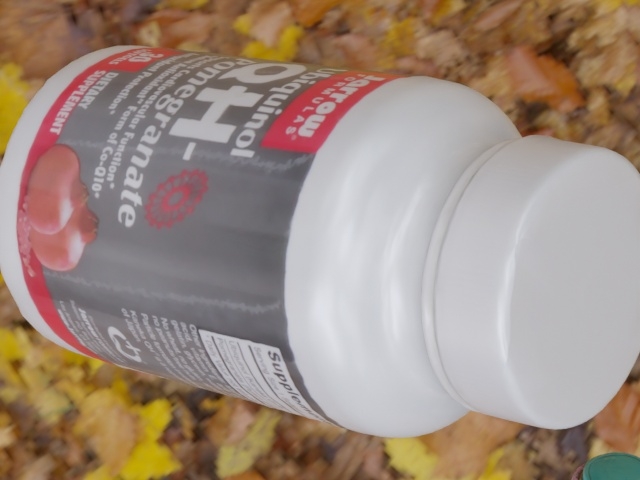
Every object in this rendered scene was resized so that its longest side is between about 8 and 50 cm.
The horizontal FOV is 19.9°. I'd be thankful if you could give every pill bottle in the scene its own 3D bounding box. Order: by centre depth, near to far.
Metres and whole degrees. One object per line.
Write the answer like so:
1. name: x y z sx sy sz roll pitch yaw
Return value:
1. pill bottle: 0.000 0.000 0.918 0.318 0.176 0.176 11 109 39

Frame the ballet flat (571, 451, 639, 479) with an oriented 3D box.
1. ballet flat: 0.185 0.199 0.955 0.077 0.221 0.079 -8 119 -12
